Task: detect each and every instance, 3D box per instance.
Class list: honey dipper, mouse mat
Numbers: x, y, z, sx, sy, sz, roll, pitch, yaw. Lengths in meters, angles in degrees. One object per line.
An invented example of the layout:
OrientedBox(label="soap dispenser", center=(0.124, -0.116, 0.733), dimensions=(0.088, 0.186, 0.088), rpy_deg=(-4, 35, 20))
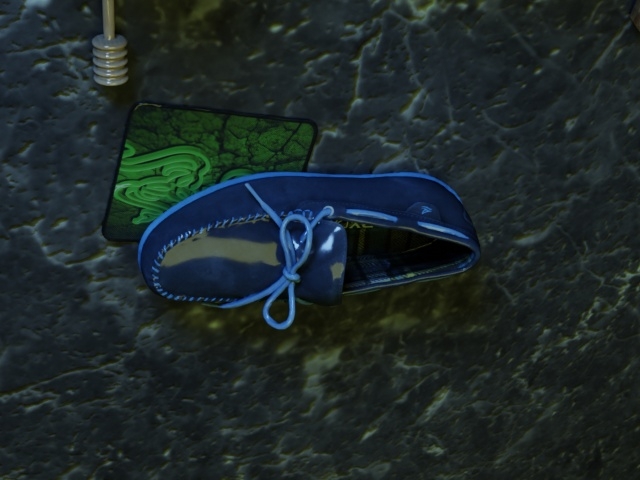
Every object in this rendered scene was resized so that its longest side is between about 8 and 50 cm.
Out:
OrientedBox(label="honey dipper", center=(-0.173, -0.206, 0.918), dimensions=(0.030, 0.030, 0.161), rpy_deg=(-7, 123, -19))
OrientedBox(label="mouse mat", center=(-0.105, -0.057, 1.073), dimensions=(0.189, 0.007, 0.153), rpy_deg=(4, 123, -25))

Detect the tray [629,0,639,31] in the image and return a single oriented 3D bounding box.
OrientedBox(label="tray", center=(0.530, -0.293, 1.114), dimensions=(0.410, 0.076, 0.203), rpy_deg=(-5, 139, -20))

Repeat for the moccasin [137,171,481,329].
OrientedBox(label="moccasin", center=(0.000, 0.000, 1.083), dimensions=(0.342, 0.117, 0.138), rpy_deg=(-13, 130, -18))
